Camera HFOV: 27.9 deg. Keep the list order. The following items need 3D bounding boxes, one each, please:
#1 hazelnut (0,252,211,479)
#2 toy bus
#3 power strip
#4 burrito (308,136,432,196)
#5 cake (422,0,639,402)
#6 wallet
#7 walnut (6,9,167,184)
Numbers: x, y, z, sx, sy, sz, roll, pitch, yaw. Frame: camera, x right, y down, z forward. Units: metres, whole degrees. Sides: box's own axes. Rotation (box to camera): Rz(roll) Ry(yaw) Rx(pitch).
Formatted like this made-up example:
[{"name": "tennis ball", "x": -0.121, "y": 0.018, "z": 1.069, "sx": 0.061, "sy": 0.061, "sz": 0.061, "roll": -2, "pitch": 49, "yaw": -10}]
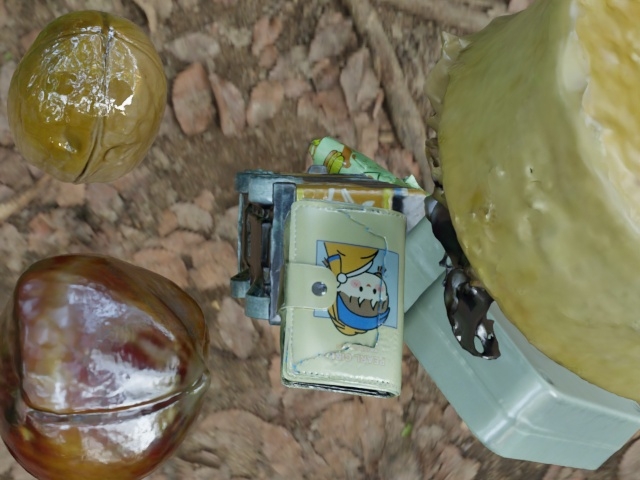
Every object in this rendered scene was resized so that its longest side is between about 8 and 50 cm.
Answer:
[{"name": "hazelnut", "x": -0.208, "y": 0.129, "z": 1.237, "sx": 0.229, "sy": 0.229, "sz": 0.230, "roll": -1, "pitch": 76, "yaw": 2}, {"name": "toy bus", "x": 0.000, "y": 0.000, "z": 1.470, "sx": 0.194, "sy": 0.323, "sz": 0.162, "roll": 1, "pitch": 95, "yaw": -10}, {"name": "power strip", "x": 0.178, "y": 0.074, "z": 1.203, "sx": 0.141, "sy": 0.229, "sz": 0.261, "roll": -48, "pitch": 54, "yaw": 16}, {"name": "burrito", "x": 0.102, "y": -0.064, "z": 1.708, "sx": 0.288, "sy": 0.104, "sz": 0.054, "roll": 32, "pitch": 105, "yaw": 40}, {"name": "cake", "x": 0.207, "y": -0.024, "z": 0.955, "sx": 0.332, "sy": 0.321, "sz": 0.332, "roll": 12, "pitch": 62, "yaw": -25}, {"name": "wallet", "x": 0.020, "y": 0.046, "z": 1.062, "sx": 0.110, "sy": 0.039, "sz": 0.155, "roll": 8, "pitch": 70, "yaw": -18}, {"name": "walnut", "x": -0.251, "y": -0.149, "z": 1.387, "sx": 0.167, "sy": 0.207, "sz": 0.167, "roll": 15, "pitch": 46, "yaw": -16}]
